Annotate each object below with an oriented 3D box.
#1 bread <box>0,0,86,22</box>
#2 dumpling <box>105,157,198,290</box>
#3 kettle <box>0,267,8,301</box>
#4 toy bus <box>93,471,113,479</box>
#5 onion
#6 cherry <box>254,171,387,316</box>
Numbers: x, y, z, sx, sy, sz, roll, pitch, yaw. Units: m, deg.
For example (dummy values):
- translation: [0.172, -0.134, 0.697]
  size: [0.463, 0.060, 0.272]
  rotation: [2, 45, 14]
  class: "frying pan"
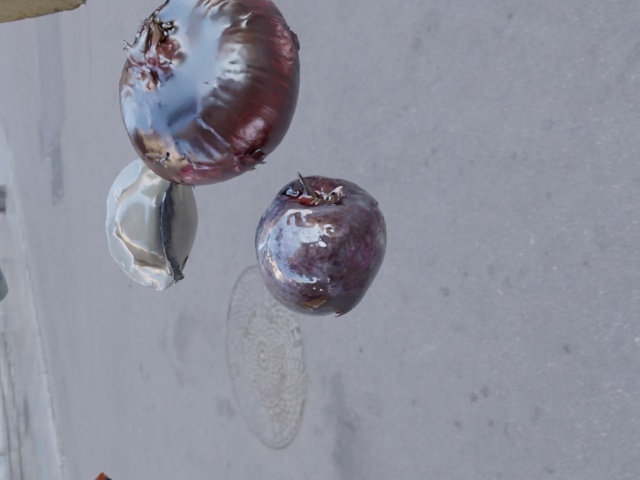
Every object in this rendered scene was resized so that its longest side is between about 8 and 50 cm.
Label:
- translation: [-0.598, -0.548, 1.190]
  size: [0.207, 0.279, 0.279]
  rotation: [171, 89, -86]
  class: "bread"
- translation: [-0.360, -0.039, 1.392]
  size: [0.163, 0.205, 0.292]
  rotation: [-114, 32, -80]
  class: "dumpling"
- translation: [-0.752, -0.022, 1.192]
  size: [0.320, 0.247, 0.342]
  rotation: [5, 116, 50]
  class: "kettle"
- translation: [-0.388, 0.487, 1.279]
  size: [0.110, 0.031, 0.043]
  rotation: [34, 134, 8]
  class: "toy bus"
- translation: [-0.171, -0.229, 0.968]
  size: [0.314, 0.232, 0.313]
  rotation: [-7, 77, 32]
  class: "onion"
- translation: [-0.002, 0.008, 0.904]
  size: [0.195, 0.195, 0.195]
  rotation: [7, 98, 59]
  class: "cherry"
